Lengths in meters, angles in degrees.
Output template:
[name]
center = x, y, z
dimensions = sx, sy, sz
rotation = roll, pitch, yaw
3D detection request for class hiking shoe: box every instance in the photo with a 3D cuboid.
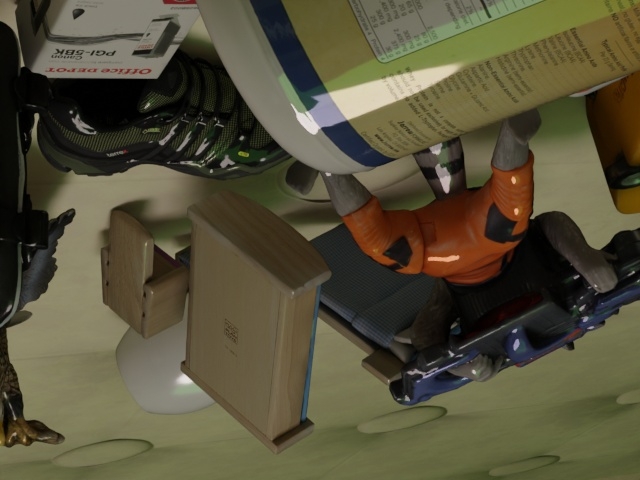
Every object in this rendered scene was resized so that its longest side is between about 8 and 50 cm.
[hiking shoe]
center = -0.100, -0.098, 1.172
dimensions = 0.227, 0.086, 0.114
rotation = -8, 164, -9

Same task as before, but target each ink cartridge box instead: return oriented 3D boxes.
[ink cartridge box]
center = -0.134, -0.160, 1.023
dimensions = 0.099, 0.056, 0.135
rotation = -3, 158, -27

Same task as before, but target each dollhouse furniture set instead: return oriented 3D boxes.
[dollhouse furniture set]
center = 0.000, 0.000, 1.465
dimensions = 0.303, 0.286, 0.198
rotation = -27, 140, -35

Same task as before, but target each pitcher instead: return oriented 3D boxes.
[pitcher]
center = -0.108, 0.106, 1.712
dimensions = 0.207, 0.125, 0.178
rotation = -27, 174, 8

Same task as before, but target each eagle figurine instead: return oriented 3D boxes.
[eagle figurine]
center = -0.315, 0.083, 1.353
dimensions = 0.225, 0.226, 0.298
rotation = 20, 139, 27

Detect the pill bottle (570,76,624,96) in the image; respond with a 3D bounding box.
[pill bottle]
center = 0.241, -0.195, 1.054
dimensions = 0.221, 0.124, 0.124
rotation = -25, 157, 30

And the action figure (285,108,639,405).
[action figure]
center = 0.174, -0.017, 1.299
dimensions = 0.341, 0.178, 0.330
rotation = -23, 140, 12

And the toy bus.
[toy bus]
center = 0.299, -0.130, 1.292
dimensions = 0.130, 0.108, 0.332
rotation = -11, 161, -5

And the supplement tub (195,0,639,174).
[supplement tub]
center = 0.104, -0.186, 0.840
dimensions = 0.316, 0.228, 0.228
rotation = -20, 159, 19

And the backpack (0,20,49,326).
[backpack]
center = -0.309, -0.027, 1.046
dimensions = 0.191, 0.225, 0.253
rotation = 3, 166, -29
